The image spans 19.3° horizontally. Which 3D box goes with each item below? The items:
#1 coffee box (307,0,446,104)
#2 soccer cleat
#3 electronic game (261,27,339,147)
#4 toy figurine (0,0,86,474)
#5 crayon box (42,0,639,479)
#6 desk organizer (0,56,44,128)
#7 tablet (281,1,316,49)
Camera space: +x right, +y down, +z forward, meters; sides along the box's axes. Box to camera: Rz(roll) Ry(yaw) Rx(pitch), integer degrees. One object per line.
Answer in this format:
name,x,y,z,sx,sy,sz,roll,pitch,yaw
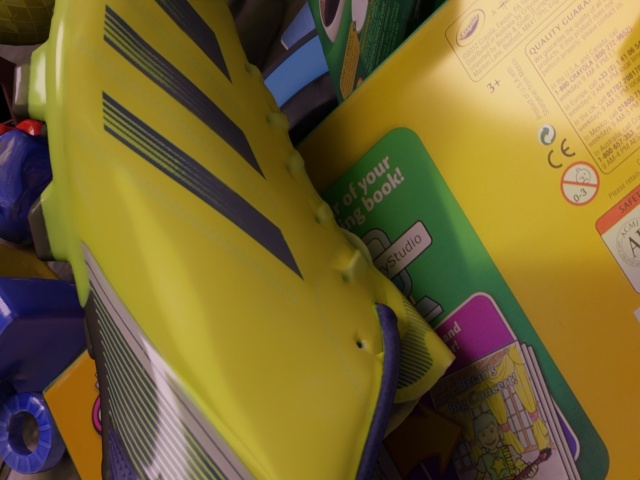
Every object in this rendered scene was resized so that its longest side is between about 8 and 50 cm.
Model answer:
coffee box,0.028,-0.116,0.731,0.184,0.040,0.113,-105,22,-50
soccer cleat,-0.023,0.017,0.580,0.121,0.093,0.289,-11,73,6
electronic game,0.000,0.000,0.790,0.229,0.048,0.229,-32,44,37
toy figurine,-0.143,0.007,0.910,0.362,0.191,0.217,-47,55,23
crayon box,0.045,0.041,0.616,0.278,0.081,0.165,-43,62,27
desk organizer,-0.196,-0.067,1.099,0.047,0.050,0.130,-51,35,16
tablet,0.014,-0.117,0.893,0.083,0.006,0.054,-52,34,13
